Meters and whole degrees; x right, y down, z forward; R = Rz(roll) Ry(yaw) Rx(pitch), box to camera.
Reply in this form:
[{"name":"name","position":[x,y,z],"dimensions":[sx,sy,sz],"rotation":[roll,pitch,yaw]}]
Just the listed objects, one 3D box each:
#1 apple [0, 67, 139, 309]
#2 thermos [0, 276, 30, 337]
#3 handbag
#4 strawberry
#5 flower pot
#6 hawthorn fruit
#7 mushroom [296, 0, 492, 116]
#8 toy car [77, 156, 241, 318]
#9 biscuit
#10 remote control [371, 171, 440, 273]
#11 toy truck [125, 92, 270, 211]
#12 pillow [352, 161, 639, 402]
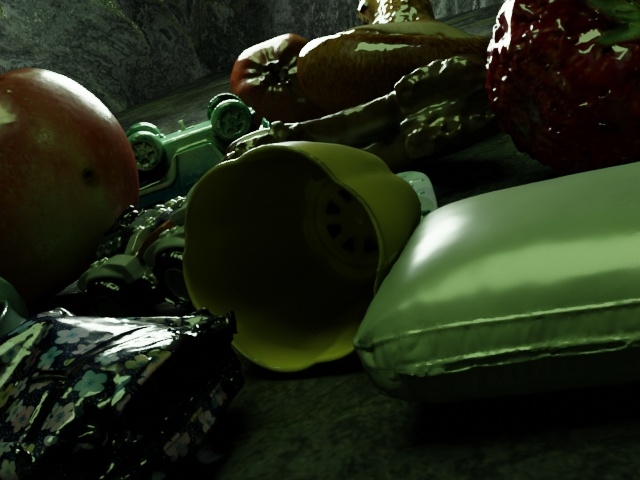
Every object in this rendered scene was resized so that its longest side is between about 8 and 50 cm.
[{"name":"apple","position":[-0.404,-0.053,1.167],"dimensions":[0.348,0.277,0.348],"rotation":[-30,5,3]},{"name":"thermos","position":[-0.342,0.118,0.836],"dimensions":[0.182,0.145,0.286],"rotation":[-41,19,0]},{"name":"handbag","position":[-0.175,0.125,0.683],"dimensions":[0.207,0.127,0.228],"rotation":[-2,22,28]},{"name":"strawberry","position":[0.288,-0.174,0.980],"dimensions":[0.274,0.274,0.220],"rotation":[-38,-6,-48]},{"name":"flower pot","position":[0.000,0.000,0.820],"dimensions":[0.195,0.195,0.179],"rotation":[-10,8,27]},{"name":"hawthorn fruit","position":[-0.077,-0.297,1.831],"dimensions":[0.208,0.208,0.248],"rotation":[-19,-7,-3]},{"name":"mushroom","position":[0.125,-0.288,1.424],"dimensions":[0.345,0.260,0.345],"rotation":[-1,8,0]},{"name":"toy car","position":[-0.155,0.003,1.010],"dimensions":[0.301,0.118,0.193],"rotation":[-15,24,46]},{"name":"biscuit","position":[0.057,-0.129,1.185],"dimensions":[0.366,0.115,0.268],"rotation":[-19,1,-1]},{"name":"remote control","position":[0.089,-0.020,1.013],"dimensions":[0.097,0.045,0.256],"rotation":[-18,19,13]},{"name":"toy truck","position":[-0.214,-0.136,1.502],"dimensions":[0.278,0.156,0.155],"rotation":[-19,17,-5]},{"name":"pillow","position":[0.200,0.017,0.641],"dimensions":[0.322,0.120,0.255],"rotation":[-12,18,23]}]
